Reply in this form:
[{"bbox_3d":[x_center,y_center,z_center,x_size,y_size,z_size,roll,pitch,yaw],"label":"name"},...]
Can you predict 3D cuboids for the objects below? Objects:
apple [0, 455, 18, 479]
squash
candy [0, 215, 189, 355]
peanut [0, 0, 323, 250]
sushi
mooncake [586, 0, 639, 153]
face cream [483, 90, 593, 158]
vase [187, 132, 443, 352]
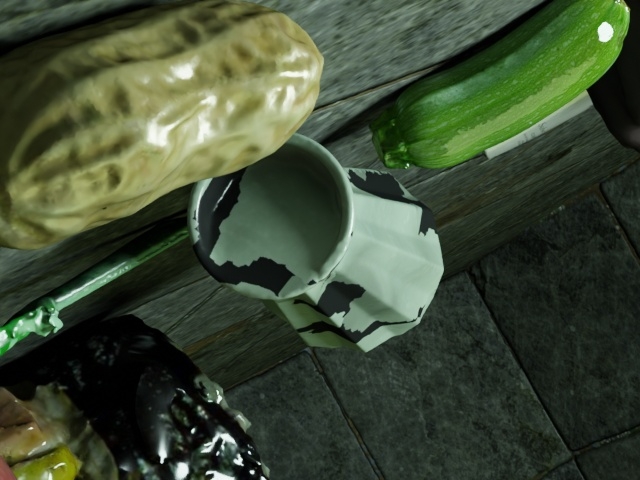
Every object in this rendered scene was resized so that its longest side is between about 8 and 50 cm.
[{"bbox_3d":[-0.326,0.230,0.915,0.344,0.345,0.269,-32,136,21],"label":"apple"},{"bbox_3d":[0.138,-0.117,1.212,0.219,0.077,0.068,-29,-146,10],"label":"squash"},{"bbox_3d":[-0.194,0.049,1.140,0.323,0.097,0.097,-34,178,-35],"label":"candy"},{"bbox_3d":[-0.082,-0.057,0.693,0.194,0.083,0.093,-25,173,-25],"label":"peanut"},{"bbox_3d":[-0.232,0.263,1.494,0.285,0.329,0.328,-31,180,-35],"label":"sushi"},{"bbox_3d":[0.340,-0.182,1.294,0.283,0.141,0.283,-31,173,-4],"label":"mooncake"},{"bbox_3d":[0.226,-0.139,1.504,0.182,0.051,0.072,-30,170,2],"label":"face cream"},{"bbox_3d":[0.000,0.000,1.231,0.165,0.165,0.360,-30,169,6],"label":"vase"}]
